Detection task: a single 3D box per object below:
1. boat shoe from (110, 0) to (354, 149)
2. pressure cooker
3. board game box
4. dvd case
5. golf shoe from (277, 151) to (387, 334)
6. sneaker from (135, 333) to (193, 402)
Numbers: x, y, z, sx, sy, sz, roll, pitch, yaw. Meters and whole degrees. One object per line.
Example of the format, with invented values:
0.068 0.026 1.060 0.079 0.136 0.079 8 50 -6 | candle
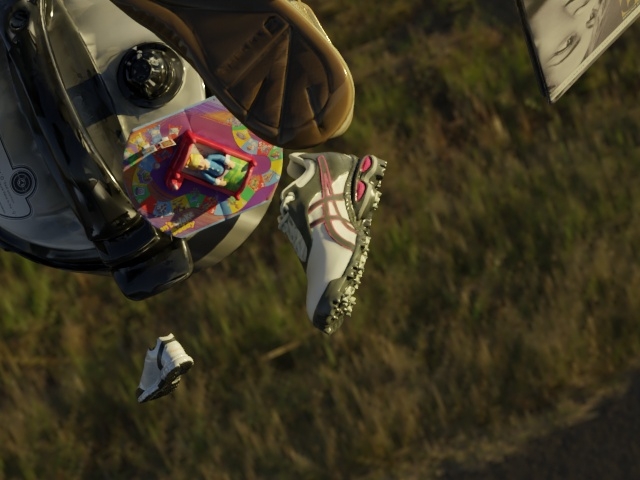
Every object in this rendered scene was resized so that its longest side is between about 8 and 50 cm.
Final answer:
-0.100 -0.209 1.212 0.122 0.341 0.110 -38 -3 9 | boat shoe
-0.258 -0.139 1.870 0.370 0.375 0.420 22 1 11 | pressure cooker
-0.116 -0.072 1.555 0.169 0.133 0.033 -23 26 -7 | board game box
0.239 -0.229 1.322 0.164 0.221 0.018 -45 63 -6 | dvd case
0.000 0.000 1.770 0.120 0.105 0.273 14 42 -2 | golf shoe
-0.169 0.135 1.600 0.040 0.043 0.109 -17 -21 -40 | sneaker
